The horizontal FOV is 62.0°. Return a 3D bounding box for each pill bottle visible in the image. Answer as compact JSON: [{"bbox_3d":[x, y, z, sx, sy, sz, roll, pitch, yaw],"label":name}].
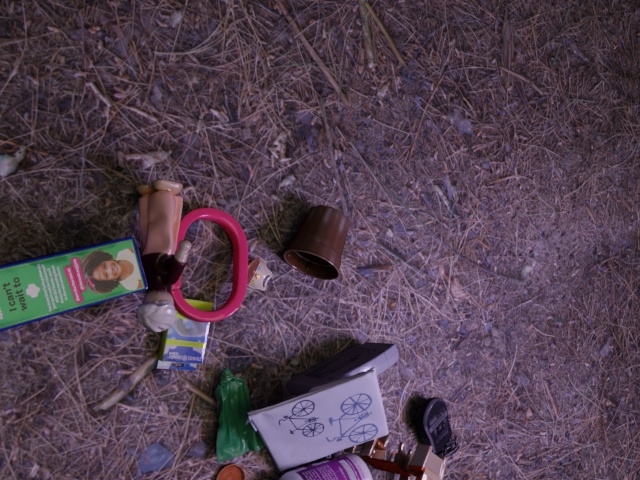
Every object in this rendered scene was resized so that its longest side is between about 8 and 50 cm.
[{"bbox_3d":[-0.016,0.698,1.447,0.301,0.169,0.169,-2,89,-34],"label":"pill bottle"}]

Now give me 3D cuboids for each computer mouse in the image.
[{"bbox_3d":[0.368,0.631,1.767,0.188,0.072,0.272,-28,115,-33],"label":"computer mouse"}]

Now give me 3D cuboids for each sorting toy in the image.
[{"bbox_3d":[-0.167,0.099,1.455,0.075,0.045,0.083,37,68,-34],"label":"sorting toy"}]

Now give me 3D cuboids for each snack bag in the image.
[{"bbox_3d":[0.006,0.481,1.403,0.342,0.037,0.323,-19,132,-4],"label":"snack bag"}]

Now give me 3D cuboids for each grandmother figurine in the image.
[{"bbox_3d":[-0.370,0.038,1.230,0.104,0.208,0.342,10,75,-44],"label":"grandmother figurine"}]

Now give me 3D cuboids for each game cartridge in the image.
[{"bbox_3d":[0.071,0.366,1.503,0.294,0.196,0.060,-20,89,-32],"label":"game cartridge"}]

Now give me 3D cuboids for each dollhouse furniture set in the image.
[{"bbox_3d":[0.229,0.665,1.556,0.262,0.259,0.135,42,57,-22],"label":"dollhouse furniture set"}]

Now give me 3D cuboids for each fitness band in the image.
[{"bbox_3d":[-0.285,0.061,1.349,0.209,0.054,0.291,11,71,-35],"label":"fitness band"}]

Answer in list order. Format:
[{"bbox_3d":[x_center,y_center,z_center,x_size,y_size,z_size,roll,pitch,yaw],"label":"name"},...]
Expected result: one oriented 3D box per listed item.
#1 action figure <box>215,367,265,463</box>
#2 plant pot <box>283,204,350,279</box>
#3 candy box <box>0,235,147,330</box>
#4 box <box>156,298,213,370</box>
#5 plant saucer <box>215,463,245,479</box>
[{"bbox_3d":[-0.226,0.441,1.385,0.137,0.063,0.232,-13,98,-31],"label":"action figure"},{"bbox_3d":[0.000,0.000,1.504,0.167,0.167,0.165,34,63,-27],"label":"plant pot"},{"bbox_3d":[-0.546,0.091,1.070,0.317,0.268,0.122,-18,94,-33],"label":"candy box"},{"bbox_3d":[-0.339,0.236,1.334,0.109,0.042,0.178,13,80,-32],"label":"box"},{"bbox_3d":[-0.238,0.629,1.398,0.083,0.013,0.083,2,87,-34],"label":"plant saucer"}]
